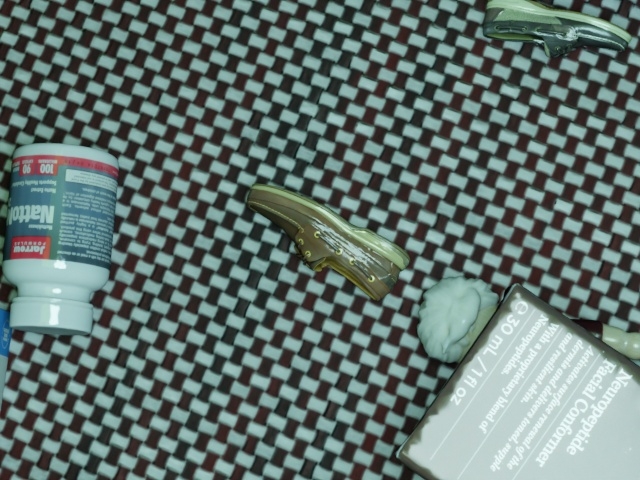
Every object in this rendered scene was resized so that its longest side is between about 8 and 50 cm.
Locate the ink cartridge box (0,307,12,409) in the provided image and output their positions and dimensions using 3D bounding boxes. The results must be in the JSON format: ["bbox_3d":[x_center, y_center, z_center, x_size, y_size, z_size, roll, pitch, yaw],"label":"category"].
[{"bbox_3d":[-0.366,0.174,1.433,0.078,0.134,0.231,5,81,4],"label":"ink cartridge box"}]

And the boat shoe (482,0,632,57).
[{"bbox_3d":[0.240,-0.210,1.503,0.152,0.056,0.049,16,87,16],"label":"boat shoe"}]

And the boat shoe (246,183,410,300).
[{"bbox_3d":[0.000,0.000,1.474,0.178,0.064,0.060,28,81,5],"label":"boat shoe"}]

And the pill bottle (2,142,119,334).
[{"bbox_3d":[-0.261,0.001,1.469,0.108,0.108,0.180,2,80,4],"label":"pill bottle"}]

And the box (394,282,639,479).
[{"bbox_3d":[0.271,0.224,1.287,0.381,0.143,0.191,34,86,8],"label":"box"}]

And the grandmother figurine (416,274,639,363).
[{"bbox_3d":[0.232,0.158,1.421,0.342,0.104,0.208,39,58,12],"label":"grandmother figurine"}]
